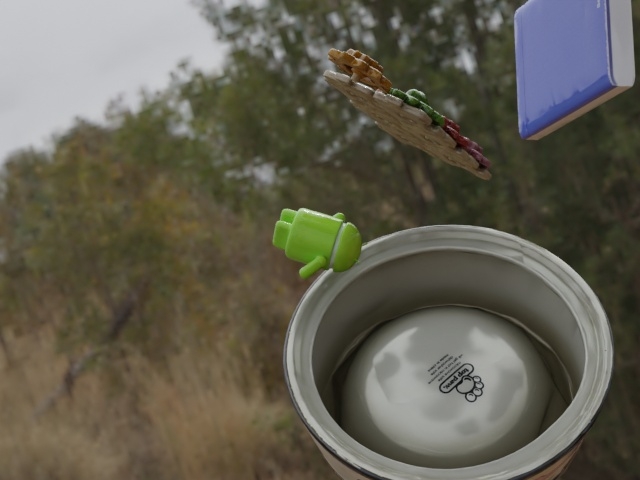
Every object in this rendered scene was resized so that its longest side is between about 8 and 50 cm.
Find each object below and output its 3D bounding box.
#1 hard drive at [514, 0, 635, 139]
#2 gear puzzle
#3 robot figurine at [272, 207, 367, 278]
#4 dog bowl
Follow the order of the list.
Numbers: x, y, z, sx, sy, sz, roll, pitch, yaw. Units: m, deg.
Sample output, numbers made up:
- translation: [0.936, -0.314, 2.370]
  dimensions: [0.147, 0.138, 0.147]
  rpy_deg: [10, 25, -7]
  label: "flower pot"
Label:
- translation: [0.366, -0.286, 2.230]
  dimensions: [0.040, 0.210, 0.318]
  rpy_deg: [1, -10, -15]
  label: "hard drive"
- translation: [0.097, -0.174, 1.899]
  dimensions: [0.175, 0.044, 0.339]
  rpy_deg: [27, -3, 32]
  label: "gear puzzle"
- translation: [0.000, 0.000, 1.902]
  dimensions: [0.115, 0.067, 0.101]
  rpy_deg: [17, 41, 5]
  label: "robot figurine"
- translation: [0.162, 0.179, 1.924]
  dimensions: [0.407, 0.408, 0.150]
  rpy_deg: [-18, -40, -10]
  label: "dog bowl"
